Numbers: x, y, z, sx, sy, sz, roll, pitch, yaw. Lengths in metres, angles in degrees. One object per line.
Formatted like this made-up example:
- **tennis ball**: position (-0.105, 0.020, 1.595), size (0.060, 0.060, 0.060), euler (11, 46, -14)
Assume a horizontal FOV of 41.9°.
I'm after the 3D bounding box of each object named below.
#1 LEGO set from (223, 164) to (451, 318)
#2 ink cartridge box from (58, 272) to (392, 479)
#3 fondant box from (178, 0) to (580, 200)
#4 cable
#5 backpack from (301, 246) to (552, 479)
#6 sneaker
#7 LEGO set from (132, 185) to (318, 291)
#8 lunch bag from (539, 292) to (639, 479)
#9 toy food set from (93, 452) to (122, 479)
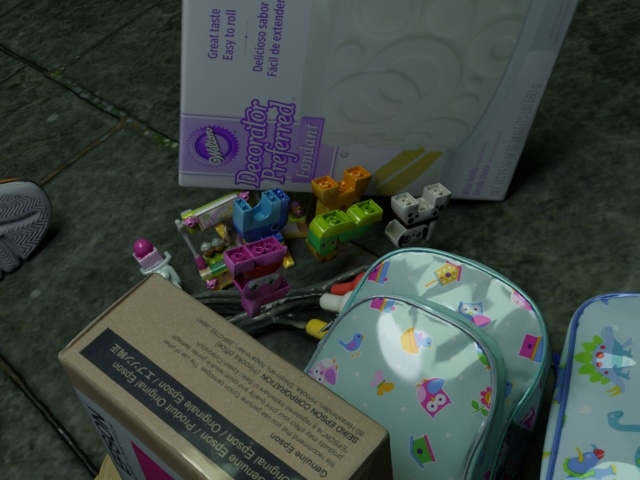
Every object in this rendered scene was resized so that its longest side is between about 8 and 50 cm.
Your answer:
- **LEGO set**: position (0.000, 0.000, 0.769), size (0.227, 0.093, 0.087), euler (-18, 45, -28)
- **ink cartridge box**: position (-0.049, 0.161, 0.545), size (0.193, 0.234, 0.088), euler (28, 56, 30)
- **fondant box**: position (0.038, -0.158, 0.773), size (0.330, 0.238, 0.096), euler (3, 43, -8)
- **cable**: position (-0.020, 0.054, 0.784), size (0.287, 0.072, 0.139), euler (7, 48, 27)
- **backpack**: position (0.076, 0.099, 0.599), size (0.166, 0.144, 0.188), euler (23, 81, 26)
- **sneaker**: position (-0.488, -0.004, 1.010), size (0.321, 0.124, 0.180), euler (-32, 44, -10)
- **LEGO set**: position (-0.068, -0.049, 0.886), size (0.287, 0.107, 0.132), euler (-42, 45, -19)
- **lunch bag**: position (0.243, 0.139, 0.572), size (0.176, 0.090, 0.219), euler (2, 48, 25)
- **toy food set**: position (-0.130, 0.202, 0.710), size (0.132, 0.038, 0.192), euler (-4, 44, 0)
